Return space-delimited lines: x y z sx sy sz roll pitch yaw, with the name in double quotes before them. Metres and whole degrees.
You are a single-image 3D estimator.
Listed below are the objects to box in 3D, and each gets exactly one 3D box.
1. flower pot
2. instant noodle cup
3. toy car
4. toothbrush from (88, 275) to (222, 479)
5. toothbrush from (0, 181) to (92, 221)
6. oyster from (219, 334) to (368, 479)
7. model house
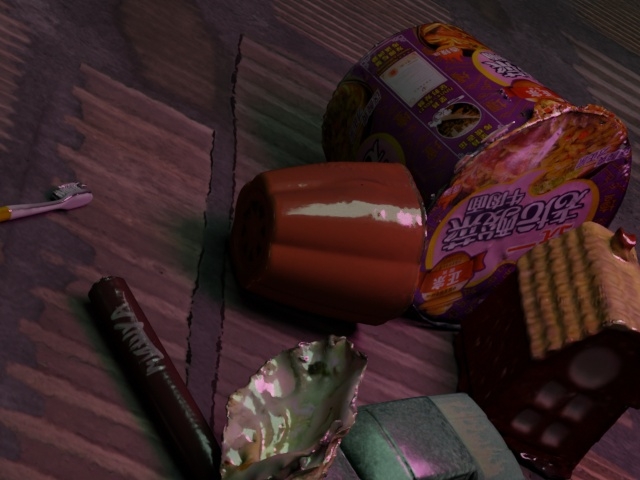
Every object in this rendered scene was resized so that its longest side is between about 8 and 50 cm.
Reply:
"flower pot" 0.000 0.000 1.602 0.173 0.191 0.191 4 43 -25
"instant noodle cup" 0.174 -0.100 1.780 0.339 0.340 0.266 5 36 -43
"toy car" 0.084 0.224 1.446 0.320 0.097 0.141 -3 50 -48
"toothbrush" -0.124 0.177 1.348 0.041 0.041 0.364 -2 50 -48
"toothbrush" -0.327 -0.025 1.424 0.024 0.021 0.288 37 28 20
"oyster" -0.021 0.174 1.315 0.209 0.132 0.072 -78 156 -49
"model house" 0.286 0.111 1.660 0.160 0.254 0.196 24 32 -17
